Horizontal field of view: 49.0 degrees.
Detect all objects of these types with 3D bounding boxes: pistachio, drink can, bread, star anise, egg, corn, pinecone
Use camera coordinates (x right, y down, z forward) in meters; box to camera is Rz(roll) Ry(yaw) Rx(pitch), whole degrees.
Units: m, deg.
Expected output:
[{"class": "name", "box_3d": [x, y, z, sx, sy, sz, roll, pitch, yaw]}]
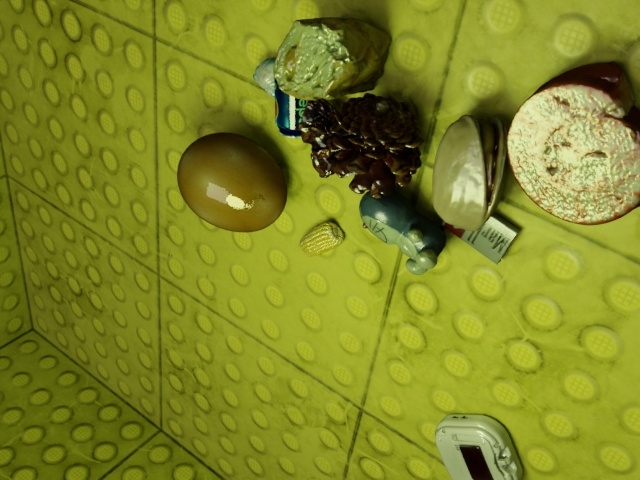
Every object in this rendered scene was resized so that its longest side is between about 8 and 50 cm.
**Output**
[{"class": "pistachio", "box_3d": [0.353, -0.152, 1.648, 0.197, 0.166, 0.288, -112, 20, -54]}, {"class": "drink can", "box_3d": [-0.067, -0.388, 1.914, 0.118, 0.118, 0.205, 21, 128, 30]}, {"class": "bread", "box_3d": [0.556, -0.192, 1.498, 0.295, 0.114, 0.327, -26, 98, 46]}, {"class": "star anise", "box_3d": [0.016, -0.268, 1.865, 0.126, 0.190, 0.220, 6, 166, 18]}, {"class": "egg", "box_3d": [-0.262, -0.171, 2.097, 0.351, 0.282, 0.282, 35, 134, 18]}, {"class": "corn", "box_3d": [0.000, 0.000, 2.141, 0.085, 0.063, 0.165, 37, 142, -17]}, {"class": "pinecone", "box_3d": [0.142, -0.224, 1.748, 0.264, 0.264, 0.264, 21, 128, 30]}, {"class": "bread", "box_3d": [0.034, -0.441, 1.707, 0.196, 0.252, 0.238, 46, 132, 14]}]

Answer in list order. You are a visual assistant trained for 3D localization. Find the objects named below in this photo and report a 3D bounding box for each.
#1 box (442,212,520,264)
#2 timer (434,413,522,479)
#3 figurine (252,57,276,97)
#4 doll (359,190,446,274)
[{"class": "box", "box_3d": [0.406, -0.033, 1.785, 0.177, 0.036, 0.115, 38, 134, 16]}, {"class": "timer", "box_3d": [0.471, 0.647, 2.119, 0.237, 0.087, 0.262, -11, 108, 44]}, {"class": "figurine", "box_3d": [-0.130, -0.466, 1.962, 0.114, 0.079, 0.114, -3, 81, 23]}, {"class": "doll", "box_3d": [0.210, -0.034, 1.859, 0.258, 0.154, 0.228, 33, 174, 6]}]
